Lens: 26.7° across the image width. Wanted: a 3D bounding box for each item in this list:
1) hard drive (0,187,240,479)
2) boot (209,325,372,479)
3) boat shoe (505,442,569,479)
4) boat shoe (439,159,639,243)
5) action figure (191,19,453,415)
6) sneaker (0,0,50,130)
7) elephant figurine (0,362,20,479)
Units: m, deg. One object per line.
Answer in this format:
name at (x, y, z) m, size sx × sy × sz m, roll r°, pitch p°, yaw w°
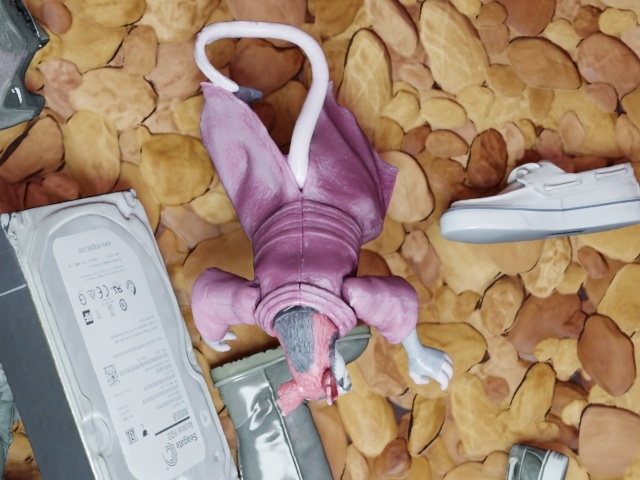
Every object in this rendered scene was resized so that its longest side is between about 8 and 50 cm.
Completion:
hard drive at (-0.193, 0.126, 1.260) m, size 0.064 × 0.237 × 0.338 m, roll -19°, pitch 90°, yaw 23°
boot at (-0.007, 0.206, 1.384) m, size 0.190 × 0.076 × 0.208 m, roll -19°, pitch 83°, yaw -5°
boat shoe at (0.209, 0.328, 1.447) m, size 0.070 × 0.078 × 0.219 m, roll 12°, pitch 82°, yaw 19°
boat shoe at (0.241, -0.046, 1.493) m, size 0.258 × 0.095 × 0.084 m, roll -4°, pitch 81°, yaw -29°
action figure at (0.000, 0.000, 1.276) m, size 0.248 × 0.275 × 0.370 m, roll -3°, pitch 44°, yaw -2°
sneaker at (-0.324, -0.217, 1.332) m, size 0.106 × 0.078 × 0.234 m, roll -9°, pitch 90°, yaw -21°
elephant figurine at (-0.320, 0.237, 1.230) m, size 0.169 × 0.186 × 0.239 m, roll -3°, pitch 78°, yaw -45°
